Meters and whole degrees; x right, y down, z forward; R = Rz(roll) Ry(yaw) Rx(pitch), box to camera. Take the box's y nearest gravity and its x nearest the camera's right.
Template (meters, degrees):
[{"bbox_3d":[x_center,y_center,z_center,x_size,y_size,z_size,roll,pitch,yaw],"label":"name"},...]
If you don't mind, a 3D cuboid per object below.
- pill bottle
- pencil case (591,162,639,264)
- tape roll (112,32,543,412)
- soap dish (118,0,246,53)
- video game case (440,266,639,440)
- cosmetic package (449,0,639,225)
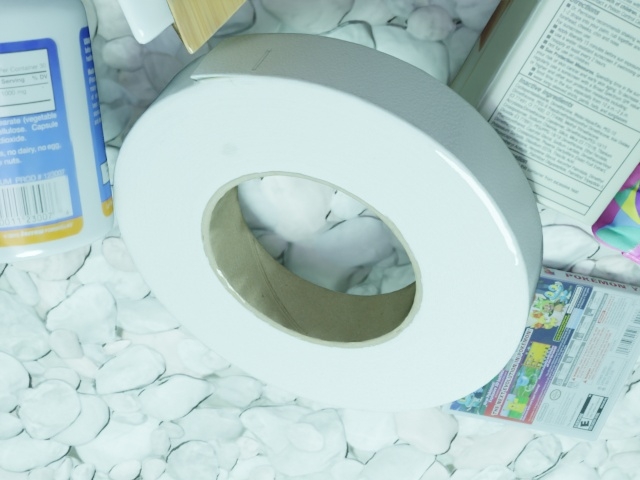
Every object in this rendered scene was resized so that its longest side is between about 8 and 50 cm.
[{"bbox_3d":[-0.265,-0.129,0.812,0.152,0.152,0.272,-4,106,4],"label":"pill bottle"},{"bbox_3d":[0.340,-0.080,0.868,0.104,0.104,0.236,19,121,-9],"label":"pencil case"},{"bbox_3d":[0.000,0.000,0.861,0.392,0.072,0.392,15,135,15],"label":"tape roll"},{"bbox_3d":[-0.138,-0.301,0.686,0.118,0.229,0.291,-23,119,-5],"label":"soap dish"},{"bbox_3d":[0.243,0.121,1.035,0.183,0.023,0.201,12,122,-5],"label":"video game case"},{"bbox_3d":[0.233,-0.181,0.793,0.153,0.129,0.296,25,119,-11],"label":"cosmetic package"}]
